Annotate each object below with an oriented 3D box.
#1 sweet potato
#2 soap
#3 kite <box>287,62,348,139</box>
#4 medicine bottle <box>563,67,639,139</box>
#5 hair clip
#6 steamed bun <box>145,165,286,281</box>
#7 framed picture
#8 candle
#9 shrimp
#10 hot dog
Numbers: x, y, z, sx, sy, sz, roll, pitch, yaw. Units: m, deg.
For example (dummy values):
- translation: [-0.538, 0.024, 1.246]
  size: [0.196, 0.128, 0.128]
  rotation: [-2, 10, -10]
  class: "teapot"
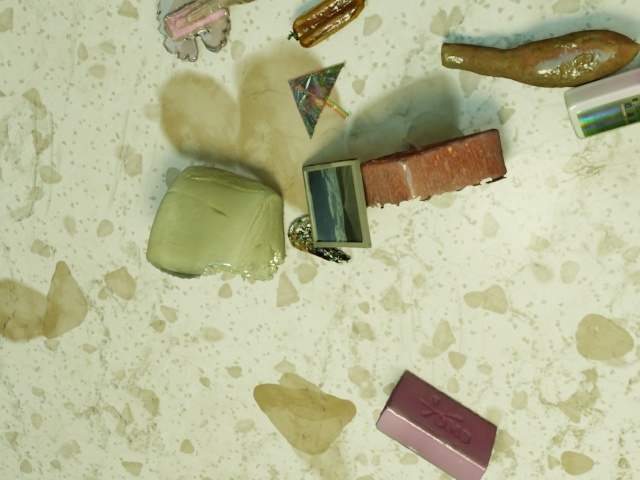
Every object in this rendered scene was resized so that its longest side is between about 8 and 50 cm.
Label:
- translation: [0.423, -0.350, 1.650]
  size: [0.385, 0.109, 0.109]
  rotation: [0, 107, 22]
  class: "sweet potato"
- translation: [0.266, 0.424, 1.902]
  size: [0.259, 0.181, 0.081]
  rotation: [31, 116, 8]
  class: "soap"
- translation: [-0.005, -0.314, 1.855]
  size: [0.159, 0.010, 0.190]
  rotation: [28, 114, 8]
  class: "kite"
- translation: [0.587, -0.270, 1.614]
  size: [0.219, 0.078, 0.115]
  rotation: [-15, 143, 23]
  class: "medicine bottle"
- translation: [-0.231, -0.508, 1.837]
  size: [0.300, 0.069, 0.173]
  rotation: [-17, 99, 33]
  class: "hair clip"
- translation: [-0.238, -0.015, 1.891]
  size: [0.290, 0.272, 0.273]
  rotation: [8, 108, 12]
  class: "steamed bun"
- translation: [0.034, -0.077, 1.804]
  size: [0.260, 0.023, 0.189]
  rotation: [2, 102, 64]
  class: "framed picture"
- translation: [0.200, -0.146, 1.695]
  size: [0.317, 0.287, 0.131]
  rotation: [-13, 97, 25]
  class: "candle"
- translation: [0.000, 0.000, 1.939]
  size: [0.161, 0.034, 0.091]
  rotation: [25, 112, 11]
  class: "shrimp"
- translation: [0.016, -0.468, 1.775]
  size: [0.188, 0.055, 0.072]
  rotation: [-26, 94, 24]
  class: "hot dog"
